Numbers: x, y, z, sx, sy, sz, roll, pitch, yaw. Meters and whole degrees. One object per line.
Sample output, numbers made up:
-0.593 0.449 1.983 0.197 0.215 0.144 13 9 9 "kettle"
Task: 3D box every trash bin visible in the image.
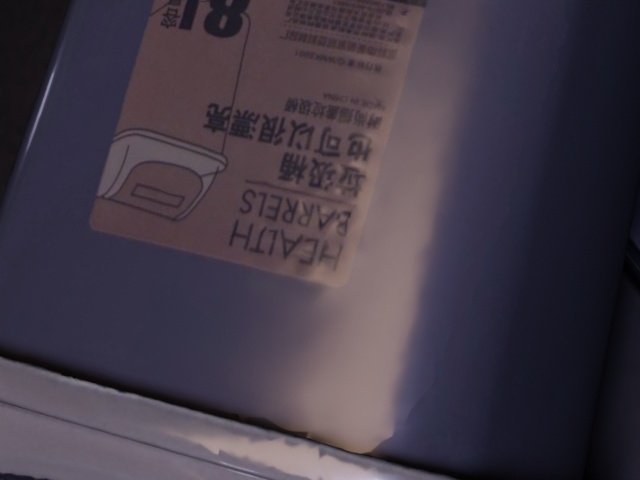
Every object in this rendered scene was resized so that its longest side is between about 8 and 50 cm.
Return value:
0.000 0.000 0.647 0.209 0.182 0.290 13 85 27 "trash bin"
